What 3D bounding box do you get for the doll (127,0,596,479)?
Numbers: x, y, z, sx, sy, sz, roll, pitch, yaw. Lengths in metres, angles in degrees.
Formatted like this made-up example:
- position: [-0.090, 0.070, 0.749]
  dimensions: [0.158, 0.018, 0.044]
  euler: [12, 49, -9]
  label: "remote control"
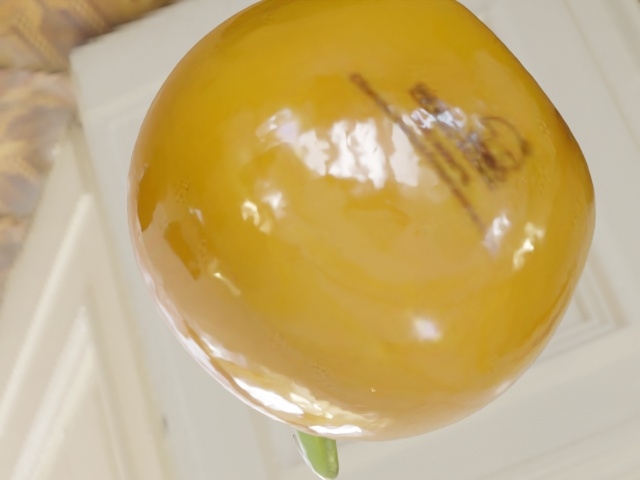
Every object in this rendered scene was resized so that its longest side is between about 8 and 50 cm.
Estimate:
- position: [0.000, 0.000, 0.777]
  dimensions: [0.213, 0.213, 0.236]
  euler: [4, 155, -30]
  label: "doll"
